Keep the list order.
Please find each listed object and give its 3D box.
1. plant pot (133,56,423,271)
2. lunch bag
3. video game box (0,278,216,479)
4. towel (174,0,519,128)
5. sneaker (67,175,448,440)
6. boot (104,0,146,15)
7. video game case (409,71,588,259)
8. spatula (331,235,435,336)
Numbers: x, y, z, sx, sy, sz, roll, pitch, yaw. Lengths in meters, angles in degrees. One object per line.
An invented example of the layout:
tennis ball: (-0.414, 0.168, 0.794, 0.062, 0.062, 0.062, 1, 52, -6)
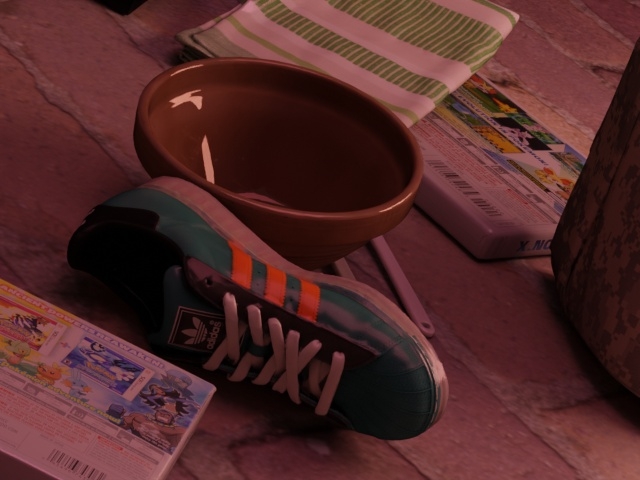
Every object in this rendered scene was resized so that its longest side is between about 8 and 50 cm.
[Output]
plant pot: (-0.043, -0.046, 1.541, 0.237, 0.109, 0.237, 11, 34, -8)
lunch bag: (0.345, -0.010, 1.639, 0.213, 0.305, 0.256, 19, 22, -8)
video game box: (-0.188, 0.104, 1.213, 0.205, 0.048, 0.187, 27, 27, 2)
towel: (0.034, -0.211, 1.925, 0.248, 0.038, 0.325, 28, 39, 19)
sneaker: (-0.054, 0.064, 1.362, 0.302, 0.108, 0.121, 31, 32, 20)
boot: (-0.290, -0.460, 2.020, 0.445, 0.146, 0.367, 26, 54, 10)
video game case: (0.156, -0.091, 1.928, 0.300, 0.036, 0.329, -3, 36, -46)
spatula: (0.000, 0.000, 1.631, 0.168, 0.019, 0.242, 13, 31, -28)
